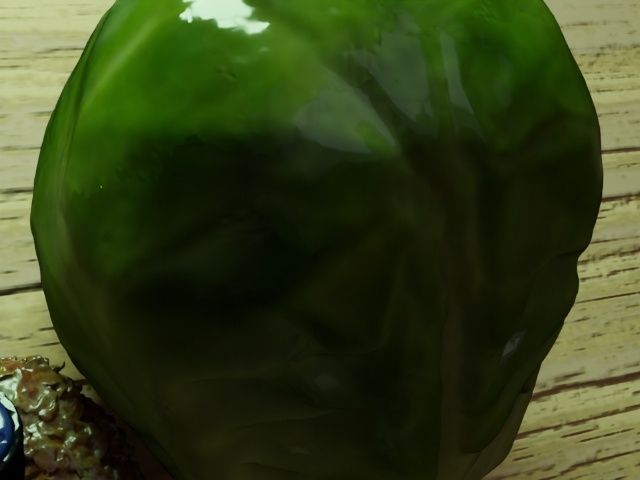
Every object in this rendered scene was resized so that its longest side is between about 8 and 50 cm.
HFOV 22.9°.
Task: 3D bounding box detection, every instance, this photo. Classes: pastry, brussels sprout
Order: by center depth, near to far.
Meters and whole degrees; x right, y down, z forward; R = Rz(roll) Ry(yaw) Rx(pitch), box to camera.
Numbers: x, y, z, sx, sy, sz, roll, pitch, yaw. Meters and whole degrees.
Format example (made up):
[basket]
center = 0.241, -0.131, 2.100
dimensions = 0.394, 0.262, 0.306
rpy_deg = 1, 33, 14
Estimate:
[pastry]
center = -0.136, 0.124, 0.842
dimensions = 0.169, 0.063, 0.087
rpy_deg = 49, 51, 3
[brussels sprout]
center = -0.005, 0.000, 0.858
dimensions = 0.289, 0.281, 0.354
rpy_deg = -20, 105, -17

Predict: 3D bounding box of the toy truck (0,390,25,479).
[toy truck]
center = -0.238, 0.142, 0.715
dimensions = 0.177, 0.161, 0.213
rpy_deg = 22, 43, 2
